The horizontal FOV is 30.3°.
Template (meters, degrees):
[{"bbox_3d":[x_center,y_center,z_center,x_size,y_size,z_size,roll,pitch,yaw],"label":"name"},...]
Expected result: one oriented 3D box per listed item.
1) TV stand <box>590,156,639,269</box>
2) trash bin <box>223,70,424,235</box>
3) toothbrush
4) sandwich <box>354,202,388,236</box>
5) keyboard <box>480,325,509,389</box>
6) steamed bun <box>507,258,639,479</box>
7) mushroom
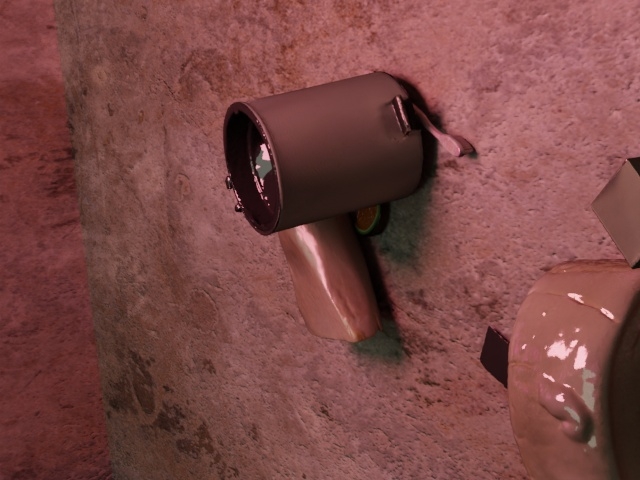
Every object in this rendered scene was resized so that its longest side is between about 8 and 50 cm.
[{"bbox_3d":[0.423,-0.044,1.255,0.088,0.269,0.083,63,146,28],"label":"TV stand"},{"bbox_3d":[0.002,-0.144,1.917,0.277,0.262,0.217,-36,71,65],"label":"trash bin"},{"bbox_3d":[0.152,-0.210,1.909,0.307,0.029,0.025,47,137,46],"label":"toothbrush"},{"bbox_3d":[0.092,-0.047,2.063,0.069,0.026,0.101,50,136,47],"label":"sandwich"},{"bbox_3d":[0.309,0.210,1.790,0.196,0.015,0.074,44,131,45],"label":"keyboard"},{"bbox_3d":[0.360,0.219,1.483,0.247,0.236,0.384,-4,96,61],"label":"steamed bun"},{"bbox_3d":[-0.001,0.005,2.129,0.154,0.137,0.408,118,138,-69],"label":"mushroom"}]
